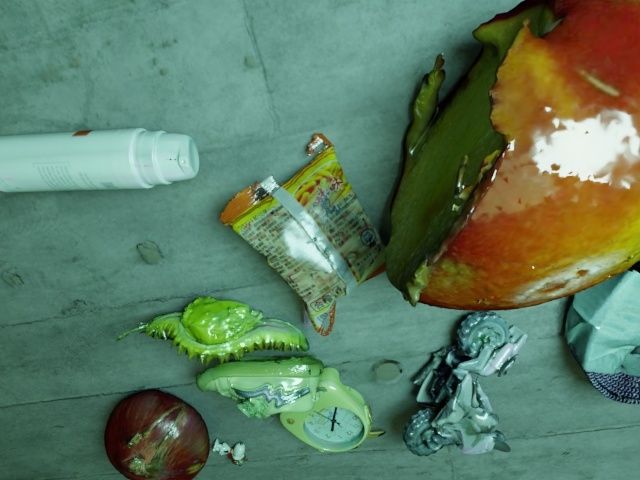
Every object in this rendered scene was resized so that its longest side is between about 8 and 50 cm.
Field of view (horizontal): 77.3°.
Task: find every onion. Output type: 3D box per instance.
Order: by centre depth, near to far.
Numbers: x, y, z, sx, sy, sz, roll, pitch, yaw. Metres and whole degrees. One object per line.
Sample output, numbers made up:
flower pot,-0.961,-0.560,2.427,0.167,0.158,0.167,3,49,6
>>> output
onion,-0.378,0.463,0.916,0.248,0.161,0.247,14,127,19

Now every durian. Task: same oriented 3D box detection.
durian,-0.205,0.178,0.776,0.376,0.132,0.106,7,157,-3

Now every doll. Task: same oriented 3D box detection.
doll,-0.223,0.522,0.985,0.085,0.040,0.058,0,102,0

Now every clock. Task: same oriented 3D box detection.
clock,0.037,0.398,0.891,0.170,0.069,0.232,-41,106,19

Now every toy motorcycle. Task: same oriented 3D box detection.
toy motorcycle,0.300,0.299,0.795,0.188,0.143,0.326,23,99,-15

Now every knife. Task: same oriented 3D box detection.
knife,0.329,0.422,0.905,0.248,0.018,0.035,29,116,-7

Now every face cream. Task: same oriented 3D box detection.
face cream,-0.372,-0.133,0.666,0.347,0.102,0.101,-1,114,5

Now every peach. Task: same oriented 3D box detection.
peach,0.246,-0.080,0.510,0.417,0.339,0.353,-31,108,22

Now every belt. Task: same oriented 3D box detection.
belt,0.588,0.138,0.696,0.261,0.122,0.324,23,116,0

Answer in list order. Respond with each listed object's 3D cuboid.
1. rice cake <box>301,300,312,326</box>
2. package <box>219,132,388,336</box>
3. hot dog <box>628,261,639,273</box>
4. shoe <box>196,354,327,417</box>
rice cake,-0.025,0.074,0.765,0.047,0.036,0.206,-10,113,-8
package,0.005,-0.005,0.671,0.223,0.108,0.288,-41,108,-11
hot dog,0.544,-0.089,0.566,0.107,0.194,0.326,29,112,-22
shoe,-0.121,0.284,0.794,0.263,0.128,0.140,-8,155,5
